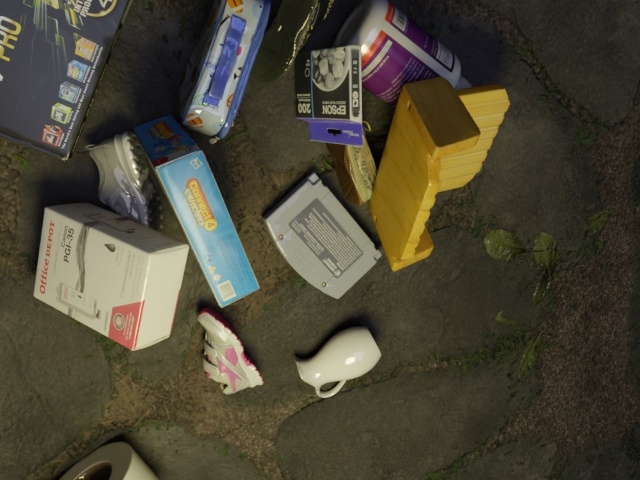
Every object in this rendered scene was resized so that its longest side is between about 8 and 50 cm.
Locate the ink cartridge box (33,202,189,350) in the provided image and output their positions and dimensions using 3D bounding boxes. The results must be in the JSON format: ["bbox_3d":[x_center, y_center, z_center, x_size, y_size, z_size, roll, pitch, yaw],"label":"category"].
[{"bbox_3d":[-0.426,0.064,1.126,0.283,0.117,0.207,20,106,21],"label":"ink cartridge box"}]

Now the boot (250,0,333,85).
[{"bbox_3d":[-0.055,-0.453,1.215,0.085,0.178,0.236,34,123,-2],"label":"boot"}]

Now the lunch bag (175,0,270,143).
[{"bbox_3d":[-0.201,-0.349,1.132,0.115,0.243,0.303,17,96,-23],"label":"lunch bag"}]

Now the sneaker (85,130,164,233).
[{"bbox_3d":[-0.420,-0.091,1.214,0.116,0.105,0.281,-7,106,6],"label":"sneaker"}]

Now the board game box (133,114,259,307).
[{"bbox_3d":[-0.253,-0.069,1.126,0.086,0.302,0.308,-26,122,-13],"label":"board game box"}]

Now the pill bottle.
[{"bbox_3d":[0.194,-0.401,1.298,0.323,0.181,0.181,29,92,-24],"label":"pill bottle"}]

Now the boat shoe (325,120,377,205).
[{"bbox_3d":[0.077,-0.225,1.351,0.089,0.105,0.285,-29,123,-21],"label":"boat shoe"}]

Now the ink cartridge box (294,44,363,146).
[{"bbox_3d":[0.015,-0.316,1.239,0.045,0.206,0.208,-14,109,-33],"label":"ink cartridge box"}]

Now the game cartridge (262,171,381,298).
[{"bbox_3d":[0.000,0.000,1.400,0.196,0.060,0.294,-44,113,-9],"label":"game cartridge"}]

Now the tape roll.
[{"bbox_3d":[-0.484,0.609,1.272,0.246,0.246,0.169,-34,113,-9],"label":"tape roll"}]

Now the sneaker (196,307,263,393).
[{"bbox_3d":[-0.239,0.278,1.354,0.111,0.103,0.252,-31,111,-12],"label":"sneaker"}]

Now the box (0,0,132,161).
[{"bbox_3d":[-0.569,-0.393,1.067,0.319,0.097,0.394,23,95,-21],"label":"box"}]

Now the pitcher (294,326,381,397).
[{"bbox_3d":[0.058,0.327,1.478,0.207,0.125,0.177,-28,132,-1],"label":"pitcher"}]

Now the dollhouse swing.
[{"bbox_3d":[0.304,-0.149,1.256,0.305,0.315,0.346,-1,136,-14],"label":"dollhouse swing"}]
